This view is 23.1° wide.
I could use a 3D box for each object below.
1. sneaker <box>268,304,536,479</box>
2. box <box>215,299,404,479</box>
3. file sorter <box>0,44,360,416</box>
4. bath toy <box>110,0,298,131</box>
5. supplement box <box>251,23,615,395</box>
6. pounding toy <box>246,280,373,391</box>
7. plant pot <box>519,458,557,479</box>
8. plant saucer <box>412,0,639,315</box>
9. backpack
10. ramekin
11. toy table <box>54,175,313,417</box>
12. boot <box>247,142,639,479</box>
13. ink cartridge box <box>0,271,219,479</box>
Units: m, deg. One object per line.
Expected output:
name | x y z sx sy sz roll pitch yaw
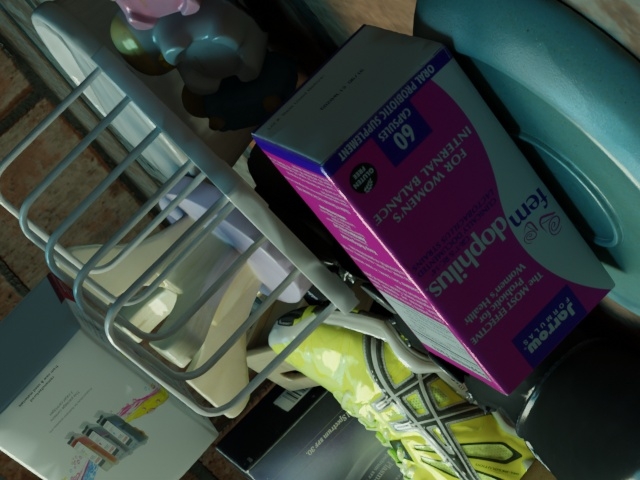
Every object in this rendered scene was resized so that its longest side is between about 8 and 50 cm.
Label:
sneaker | 0.110 0.192 1.683 0.384 0.147 0.145 26 166 10
box | 0.087 0.266 1.943 0.294 0.296 0.183 47 171 -14
file sorter | -0.139 -0.003 1.386 0.193 0.173 0.277 45 179 -43
bath toy | -0.143 -0.236 1.345 0.151 0.129 0.348 -9 145 21
supplement box | 0.076 -0.020 1.032 0.220 0.111 0.114 50 170 -28
pounding toy | -0.009 0.075 1.906 0.094 0.206 0.181 32 157 -19
plant pot | 0.242 0.329 1.533 0.237 0.254 0.237 50 -179 -1
plant saucer | 0.166 -0.045 1.009 0.317 0.044 0.317 45 172 8
backpack | 0.000 0.000 1.729 0.152 0.115 0.182 44 169 19
ramekin | -0.172 -0.181 1.676 0.273 0.127 0.273 44 171 8
toy table | -0.133 0.047 1.629 0.252 0.161 0.274 41 169 -6
boot | 0.130 0.036 1.280 0.445 0.146 0.367 49 170 6
ink cartridge box | -0.204 0.144 1.374 0.176 0.127 0.128 44 180 -31
